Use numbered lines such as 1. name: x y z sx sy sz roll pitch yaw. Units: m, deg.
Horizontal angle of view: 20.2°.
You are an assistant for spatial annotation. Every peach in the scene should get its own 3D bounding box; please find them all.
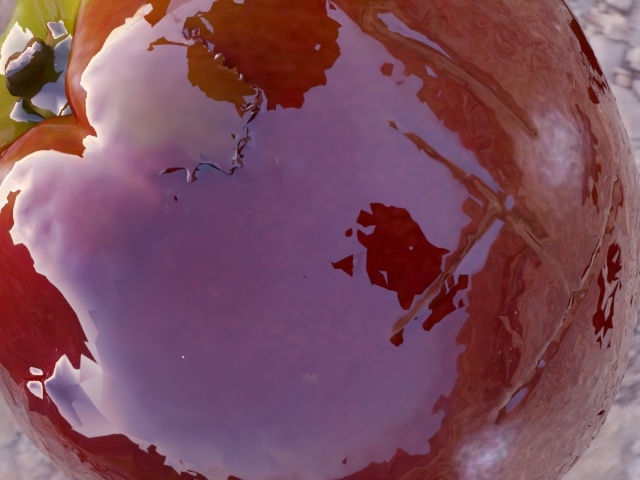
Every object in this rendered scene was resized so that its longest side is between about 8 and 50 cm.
1. peach: 0.000 0.000 0.471 0.197 0.197 0.197 1 93 23
